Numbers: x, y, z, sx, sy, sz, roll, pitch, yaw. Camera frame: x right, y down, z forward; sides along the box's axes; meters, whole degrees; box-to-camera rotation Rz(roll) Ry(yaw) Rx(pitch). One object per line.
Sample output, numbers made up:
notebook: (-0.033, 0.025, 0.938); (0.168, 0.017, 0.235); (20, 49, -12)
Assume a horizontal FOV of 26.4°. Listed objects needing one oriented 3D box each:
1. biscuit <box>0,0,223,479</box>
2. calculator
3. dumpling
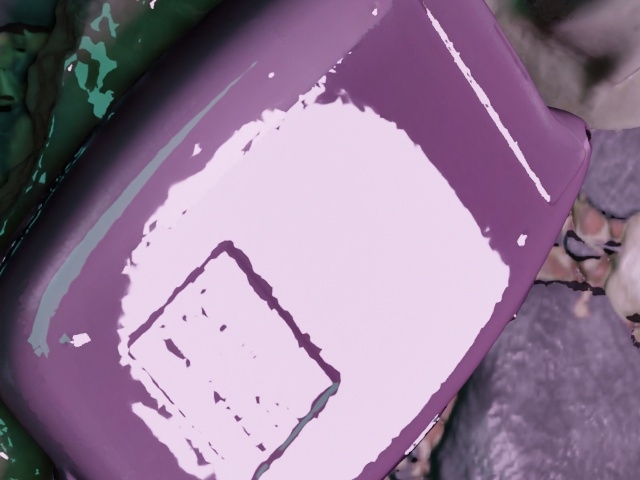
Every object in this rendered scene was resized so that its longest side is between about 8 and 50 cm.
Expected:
biscuit: (-0.074, 0.000, 0.530); (0.133, 0.032, 0.250); (32, 74, -30)
calculator: (0.001, 0.000, 0.539); (0.294, 0.043, 0.194); (-49, 120, -23)
dumpling: (0.142, -0.137, 0.618); (0.150, 0.092, 0.176); (-10, 142, -22)
